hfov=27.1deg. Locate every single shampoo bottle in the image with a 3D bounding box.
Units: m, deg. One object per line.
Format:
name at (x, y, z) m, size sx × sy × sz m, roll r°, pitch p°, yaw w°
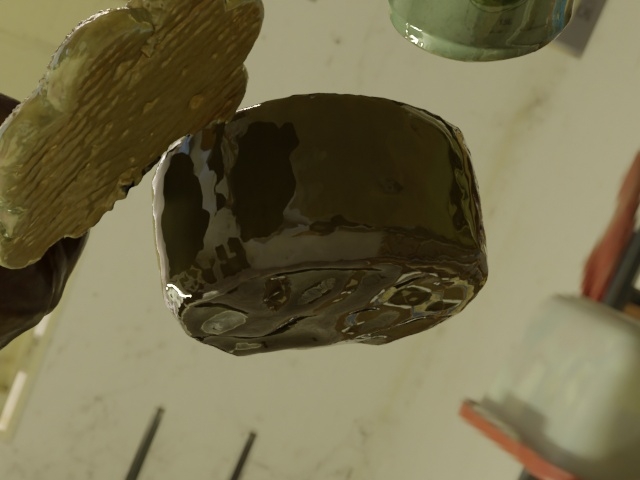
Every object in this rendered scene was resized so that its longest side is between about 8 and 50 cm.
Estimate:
shampoo bottle at (0.104, -0.209, 0.654) m, size 0.118 × 0.234 × 0.087 m, roll -25°, pitch -128°, yaw -35°

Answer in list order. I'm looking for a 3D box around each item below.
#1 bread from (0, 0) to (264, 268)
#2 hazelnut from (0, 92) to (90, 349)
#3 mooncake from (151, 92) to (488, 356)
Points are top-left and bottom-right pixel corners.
bread at (-0.126, -0.094, 0.868) m, size 0.039 × 0.182 × 0.251 m, roll 35°, pitch -128°, yaw 18°
hazelnut at (-0.294, -0.015, 1.069) m, size 0.217 × 0.217 × 0.251 m, roll 25°, pitch -138°, yaw 9°
mooncake at (0.000, 0.000, 1.111) m, size 0.284 × 0.156 × 0.284 m, roll -5°, pitch 161°, yaw -2°
